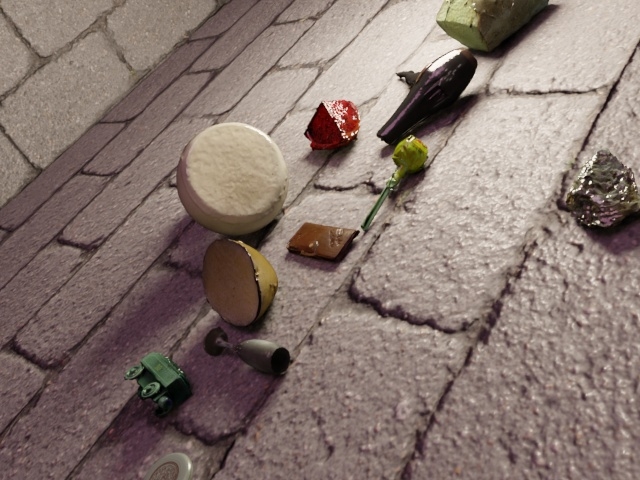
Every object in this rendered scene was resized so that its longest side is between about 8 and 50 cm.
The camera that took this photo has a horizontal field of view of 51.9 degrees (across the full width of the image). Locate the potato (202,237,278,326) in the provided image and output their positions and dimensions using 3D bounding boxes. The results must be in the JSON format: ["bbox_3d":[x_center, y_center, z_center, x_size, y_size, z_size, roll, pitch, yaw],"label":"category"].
[{"bbox_3d":[-0.155,0.085,1.418,0.202,0.182,0.117,19,16,42],"label":"potato"}]

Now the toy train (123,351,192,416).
[{"bbox_3d":[-0.332,0.290,1.349,0.099,0.070,0.172,-38,32,-21],"label":"toy train"}]

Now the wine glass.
[{"bbox_3d":[-0.146,0.216,1.290,0.198,0.066,0.066,6,50,44],"label":"wine glass"}]

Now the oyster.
[{"bbox_3d":[0.492,-0.088,1.152,0.125,0.064,0.177,-22,37,9],"label":"oyster"}]

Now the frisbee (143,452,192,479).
[{"bbox_3d":[-0.277,0.428,1.174,0.110,0.014,0.110,-22,35,17],"label":"frisbee"}]

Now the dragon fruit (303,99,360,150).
[{"bbox_3d":[0.047,-0.291,1.769,0.127,0.120,0.161,-5,51,-32],"label":"dragon fruit"}]

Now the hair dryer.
[{"bbox_3d":[0.240,-0.393,1.745,0.303,0.120,0.359,-46,23,7],"label":"hair dryer"}]

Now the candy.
[{"bbox_3d":[0.160,-0.126,1.483,0.262,0.073,0.077,-57,22,-21],"label":"candy"}]

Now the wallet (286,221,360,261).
[{"bbox_3d":[0.000,0.000,1.475,0.176,0.026,0.095,13,57,48],"label":"wallet"}]

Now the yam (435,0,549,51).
[{"bbox_3d":[0.458,-0.643,1.771,0.271,0.201,0.202,-47,35,-9],"label":"yam"}]

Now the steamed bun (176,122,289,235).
[{"bbox_3d":[-0.221,-0.144,1.650,0.283,0.283,0.177,-47,0,-20],"label":"steamed bun"}]
